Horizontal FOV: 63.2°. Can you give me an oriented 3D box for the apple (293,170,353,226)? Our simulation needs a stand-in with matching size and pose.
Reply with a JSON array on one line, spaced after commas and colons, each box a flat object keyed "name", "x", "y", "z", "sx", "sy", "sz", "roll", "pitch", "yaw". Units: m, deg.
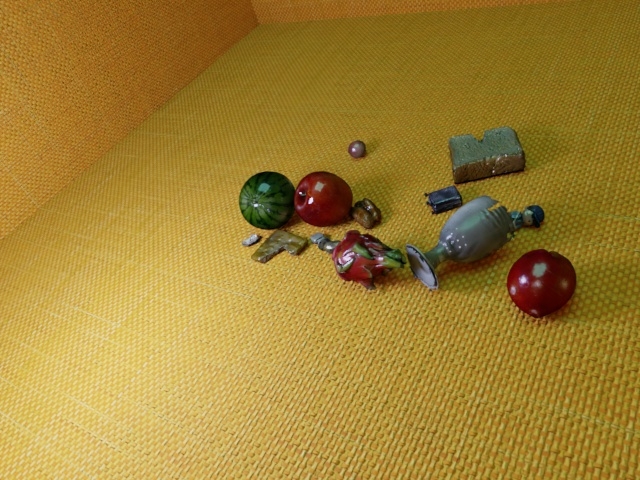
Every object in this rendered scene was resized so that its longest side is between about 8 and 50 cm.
[{"name": "apple", "x": 0.009, "y": -0.162, "z": 2.024, "sx": 0.218, "sy": 0.201, "sz": 0.218, "roll": -37, "pitch": 42, "yaw": 43}]

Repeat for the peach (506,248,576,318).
[{"name": "peach", "x": 0.628, "y": 0.124, "z": 1.486, "sx": 0.198, "sy": 0.197, "sz": 0.197, "roll": -12, "pitch": 41, "yaw": 11}]

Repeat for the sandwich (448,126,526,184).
[{"name": "sandwich", "x": 0.647, "y": -0.343, "z": 2.048, "sx": 0.274, "sy": 0.095, "sz": 0.248, "roll": -10, "pitch": 38, "yaw": 14}]

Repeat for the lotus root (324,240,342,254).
[{"name": "lotus root", "x": 0.061, "y": 0.024, "z": 1.924, "sx": 0.099, "sy": 0.054, "sz": 0.049, "roll": -4, "pitch": 64, "yaw": 21}]

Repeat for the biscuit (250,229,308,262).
[{"name": "biscuit", "x": -0.156, "y": 0.032, "z": 2.019, "sx": 0.184, "sy": 0.038, "sz": 0.174, "roll": 14, "pitch": 50, "yaw": 35}]

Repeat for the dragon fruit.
[{"name": "dragon fruit", "x": 0.165, "y": 0.065, "z": 1.759, "sx": 0.269, "sy": 0.198, "sz": 0.200, "roll": 3, "pitch": 2, "yaw": 18}]

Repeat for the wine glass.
[{"name": "wine glass", "x": 0.453, "y": 0.002, "z": 1.681, "sx": 0.357, "sy": 0.190, "sz": 0.190, "roll": -29, "pitch": 41, "yaw": -11}]

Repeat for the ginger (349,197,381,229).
[{"name": "ginger", "x": 0.172, "y": -0.114, "z": 2.012, "sx": 0.103, "sy": 0.073, "sz": 0.162, "roll": -33, "pitch": 41, "yaw": -14}]

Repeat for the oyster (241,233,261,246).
[{"name": "oyster", "x": -0.280, "y": 0.002, "z": 2.120, "sx": 0.083, "sy": 0.019, "sz": 0.054, "roll": -31, "pitch": 40, "yaw": -8}]

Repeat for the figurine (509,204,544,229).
[{"name": "figurine", "x": 0.689, "y": -0.074, "z": 1.766, "sx": 0.136, "sy": 0.077, "sz": 0.079, "roll": -12, "pitch": 4, "yaw": 34}]

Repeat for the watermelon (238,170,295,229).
[{"name": "watermelon", "x": -0.212, "y": -0.161, "z": 2.099, "sx": 0.243, "sy": 0.242, "sz": 0.242, "roll": -12, "pitch": 41, "yaw": 11}]

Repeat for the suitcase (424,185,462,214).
[{"name": "suitcase", "x": 0.462, "y": -0.153, "z": 1.942, "sx": 0.126, "sy": 0.059, "sz": 0.086, "roll": -18, "pitch": 42, "yaw": 3}]

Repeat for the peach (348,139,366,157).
[{"name": "peach", "x": 0.164, "y": -0.410, "z": 2.335, "sx": 0.083, "sy": 0.083, "sz": 0.083, "roll": -12, "pitch": 41, "yaw": 11}]

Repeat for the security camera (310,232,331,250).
[{"name": "security camera", "x": 0.000, "y": 0.000, "z": 1.989, "sx": 0.058, "sy": 0.058, "sz": 0.092, "roll": -28, "pitch": 29, "yaw": -8}]
